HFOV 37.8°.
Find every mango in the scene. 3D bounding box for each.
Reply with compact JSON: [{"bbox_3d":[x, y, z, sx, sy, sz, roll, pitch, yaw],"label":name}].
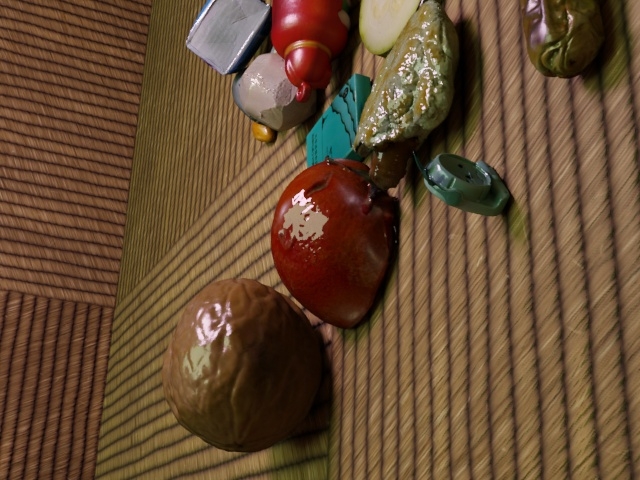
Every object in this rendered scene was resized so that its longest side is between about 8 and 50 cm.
[{"bbox_3d":[-0.134,-0.265,2.258,0.089,0.046,0.060,47,126,48],"label":"mango"}]

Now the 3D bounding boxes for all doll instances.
[{"bbox_3d":[-0.021,-0.449,1.921,0.182,0.160,0.363,-31,51,59],"label":"doll"}]

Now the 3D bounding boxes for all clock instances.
[{"bbox_3d":[0.187,-0.082,1.283,0.041,0.135,0.101,-64,28,30],"label":"clock"}]

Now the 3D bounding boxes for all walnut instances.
[{"bbox_3d":[-0.147,0.228,1.747,0.333,0.332,0.333,-169,90,-68],"label":"walnut"}]

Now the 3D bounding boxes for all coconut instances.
[{"bbox_3d":[-0.083,-0.316,2.016,0.161,0.162,0.161,-52,-16,-22],"label":"coconut"}]

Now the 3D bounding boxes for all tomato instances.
[{"bbox_3d":[-0.003,-0.004,1.652,0.309,0.170,0.309,-167,90,-68],"label":"tomato"}]

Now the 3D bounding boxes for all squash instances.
[{"bbox_3d":[0.150,-0.447,1.671,0.252,0.048,0.252,-40,44,53],"label":"squash"}]

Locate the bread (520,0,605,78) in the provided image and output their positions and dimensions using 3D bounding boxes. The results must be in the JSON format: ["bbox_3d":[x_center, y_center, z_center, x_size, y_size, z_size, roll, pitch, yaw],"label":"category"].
[{"bbox_3d":[0.301,-0.325,1.193,0.087,0.098,0.270,55,-149,-60],"label":"bread"}]

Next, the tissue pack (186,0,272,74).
[{"bbox_3d":[-0.215,-0.520,2.292,0.198,0.146,0.263,-54,4,10],"label":"tissue pack"}]

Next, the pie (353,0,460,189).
[{"bbox_3d":[0.137,-0.246,1.524,0.274,0.105,0.257,125,153,-42],"label":"pie"}]

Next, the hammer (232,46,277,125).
[{"bbox_3d":[-0.097,-0.440,2.187,0.336,0.118,0.206,-67,26,11],"label":"hammer"}]

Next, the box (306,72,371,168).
[{"bbox_3d":[0.035,-0.194,1.820,0.226,0.042,0.161,133,141,-52],"label":"box"}]
